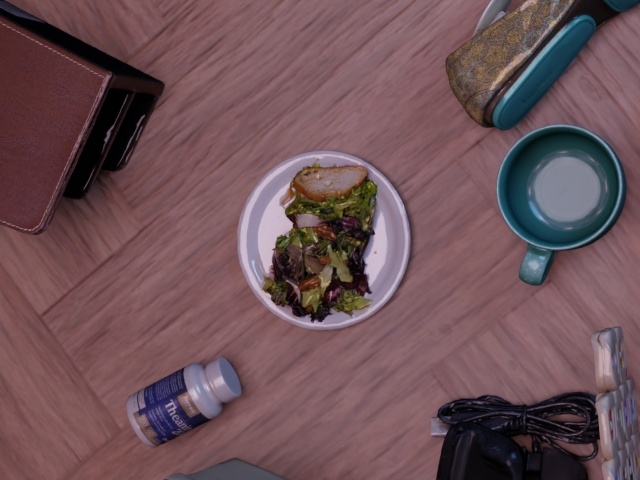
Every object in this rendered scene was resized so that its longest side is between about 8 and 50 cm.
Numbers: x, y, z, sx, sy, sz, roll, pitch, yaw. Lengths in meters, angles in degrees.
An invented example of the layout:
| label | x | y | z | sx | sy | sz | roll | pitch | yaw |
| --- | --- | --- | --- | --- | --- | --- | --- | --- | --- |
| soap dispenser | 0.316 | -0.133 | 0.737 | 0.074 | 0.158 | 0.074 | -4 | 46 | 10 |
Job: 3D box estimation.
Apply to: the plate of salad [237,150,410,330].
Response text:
| label | x | y | z | sx | sy | sz | roll | pitch | yaw |
| --- | --- | --- | --- | --- | --- | --- | --- | --- | --- |
| plate of salad | 0.000 | 0.000 | 1.758 | 0.200 | 0.048 | 0.199 | 0 | 90 | 14 |

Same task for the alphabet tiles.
| label | x | y | z | sx | sy | sz | roll | pitch | yaw |
| --- | --- | --- | --- | --- | --- | --- | --- | --- | --- |
| alphabet tiles | 0.293 | 0.227 | 1.559 | 0.021 | 0.278 | 0.284 | -5 | 89 | 16 |

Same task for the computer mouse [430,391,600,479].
| label | x | y | z | sx | sy | sz | roll | pitch | yaw |
| --- | --- | --- | --- | --- | --- | --- | --- | --- | --- |
| computer mouse | 0.214 | 0.300 | 1.686 | 0.188 | 0.072 | 0.272 | -3 | 89 | 14 |

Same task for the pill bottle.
| label | x | y | z | sx | sy | sz | roll | pitch | yaw |
| --- | --- | --- | --- | --- | --- | --- | --- | --- | --- |
| pill bottle | -0.152 | 0.179 | 1.786 | 0.120 | 0.067 | 0.067 | -28 | 83 | 13 |

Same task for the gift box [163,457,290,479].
| label | x | y | z | sx | sy | sz | roll | pitch | yaw |
| --- | --- | --- | --- | --- | --- | --- | --- | --- | --- |
| gift box | -0.093 | 0.383 | 1.672 | 0.276 | 0.258 | 0.255 | 16 | 93 | 14 |

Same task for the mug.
| label | x | y | z | sx | sy | sz | roll | pitch | yaw |
| --- | --- | --- | --- | --- | --- | --- | --- | --- | --- |
| mug | 0.244 | -0.046 | 1.667 | 0.158 | 0.097 | 0.129 | -40 | 81 | 12 |

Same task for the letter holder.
| label | x | y | z | sx | sy | sz | roll | pitch | yaw |
| --- | --- | --- | --- | --- | --- | --- | --- | --- | --- |
| letter holder | -0.372 | -0.153 | 1.808 | 0.302 | 0.152 | 0.214 | 28 | 99 | 14 |

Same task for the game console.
| label | x | y | z | sx | sy | sz | roll | pitch | yaw |
| --- | --- | --- | --- | --- | --- | --- | --- | --- | --- |
| game console | 0.153 | 0.370 | 1.628 | 0.213 | 0.044 | 0.361 | 17 | 103 | 38 |

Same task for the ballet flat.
| label | x | y | z | sx | sy | sz | roll | pitch | yaw |
| --- | --- | --- | --- | --- | --- | --- | --- | --- | --- |
| ballet flat | 0.267 | -0.266 | 1.660 | 0.348 | 0.123 | 0.123 | -44 | 79 | 11 |
